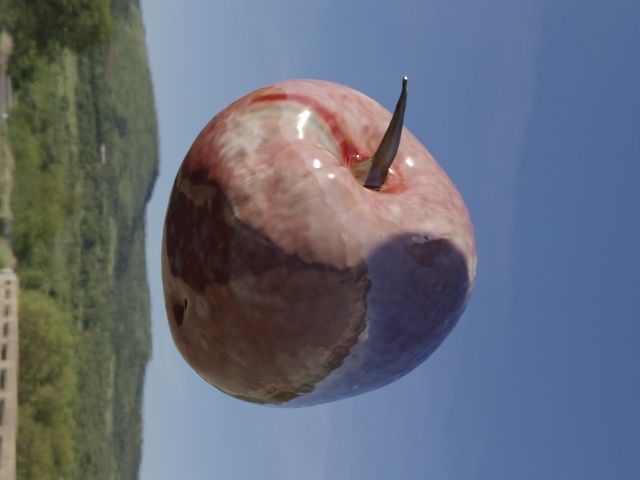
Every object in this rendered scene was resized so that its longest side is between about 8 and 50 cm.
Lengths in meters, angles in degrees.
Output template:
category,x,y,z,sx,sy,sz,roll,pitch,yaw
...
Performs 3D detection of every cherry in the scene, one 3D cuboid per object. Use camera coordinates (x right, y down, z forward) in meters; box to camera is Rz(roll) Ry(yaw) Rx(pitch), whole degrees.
category,x,y,z,sx,sy,sz,roll,pitch,yaw
cherry,0.000,0.000,0.625,0.285,0.212,0.236,-58,-140,29
